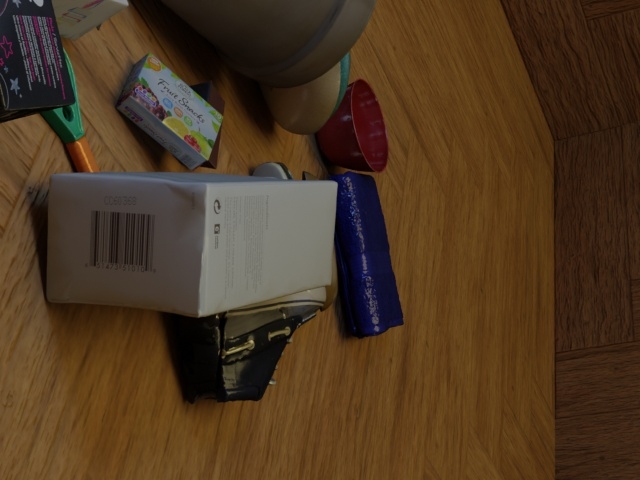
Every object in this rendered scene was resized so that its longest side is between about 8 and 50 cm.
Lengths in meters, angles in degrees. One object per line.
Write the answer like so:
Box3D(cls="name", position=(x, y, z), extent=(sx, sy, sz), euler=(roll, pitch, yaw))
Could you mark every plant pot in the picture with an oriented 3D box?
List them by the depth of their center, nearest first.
Box3D(cls="plant pot", position=(-0.117, -0.411, 1.688), extent=(0.280, 0.323, 0.323), euler=(13, 66, -48))
Box3D(cls="plant pot", position=(0.000, 0.000, 1.931), extent=(0.236, 0.032, 0.236), euler=(173, -90, -87))

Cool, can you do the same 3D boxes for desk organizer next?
Box3D(cls="desk organizer", position=(-0.176, -0.165, 1.706), extent=(0.050, 0.047, 0.130), euler=(54, 33, -50))

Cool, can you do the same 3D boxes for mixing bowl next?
Box3D(cls="mixing bowl", position=(0.051, -0.207, 2.196), extent=(0.181, 0.098, 0.181), euler=(-11, 90, -68))

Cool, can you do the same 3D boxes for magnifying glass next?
Box3D(cls="magnifying glass", position=(-0.307, -0.145, 1.412), extent=(0.092, 0.026, 0.231), euler=(-56, 131, -60))

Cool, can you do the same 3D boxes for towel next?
Box3D(cls="towel", position=(0.077, 0.028, 2.195), extent=(0.227, 0.076, 0.308), euler=(0, 79, -74))

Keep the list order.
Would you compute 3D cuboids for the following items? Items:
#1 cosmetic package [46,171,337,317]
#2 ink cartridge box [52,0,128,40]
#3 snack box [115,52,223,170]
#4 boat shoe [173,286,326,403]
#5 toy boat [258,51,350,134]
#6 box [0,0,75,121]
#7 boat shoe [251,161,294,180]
Box3D(cls="cosmetic package", position=(-0.145, -0.006, 1.454), extent=(0.385, 0.217, 0.156), euler=(-4, 98, -66))
Box3D(cls="ink cartridge box", position=(-0.305, -0.306, 1.383), extent=(0.092, 0.090, 0.143), euler=(67, 21, 9))
Box3D(cls="snack box", position=(-0.205, -0.176, 1.595), extent=(0.141, 0.037, 0.100), euler=(40, 38, -25))
Box3D(cls="boat shoe", position=(-0.095, 0.145, 1.678), extent=(0.340, 0.127, 0.158), euler=(-2, 88, -59))
Box3D(cls="toy boat", position=(-0.033, -0.349, 1.919), extent=(0.318, 0.148, 0.267), euler=(67, -23, 14))
Box3D(cls="box", position=(-0.365, -0.231, 1.134), extent=(0.142, 0.163, 0.247), euler=(-24, 102, -71))
Box3D(cls="boat shoe", position=(-0.049, -0.024, 1.900), extent=(0.070, 0.078, 0.219), euler=(-15, 91, -66))
